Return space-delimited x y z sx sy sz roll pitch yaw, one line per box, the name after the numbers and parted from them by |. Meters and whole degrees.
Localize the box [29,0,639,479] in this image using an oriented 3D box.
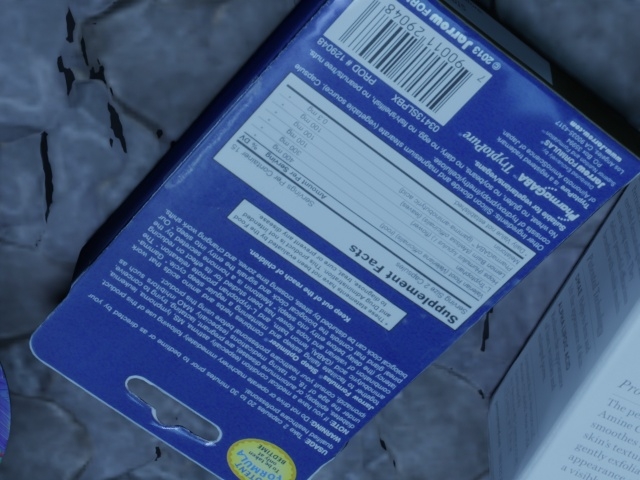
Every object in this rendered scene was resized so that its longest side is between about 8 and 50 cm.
0.000 0.000 0.686 0.136 0.036 0.225 36 116 -18 | box

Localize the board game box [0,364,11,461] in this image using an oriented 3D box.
-0.220 0.078 0.749 0.168 0.033 0.133 8 122 -1 | board game box

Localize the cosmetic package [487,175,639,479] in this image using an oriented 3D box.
0.165 0.025 0.667 0.117 0.085 0.231 23 119 -11 | cosmetic package
